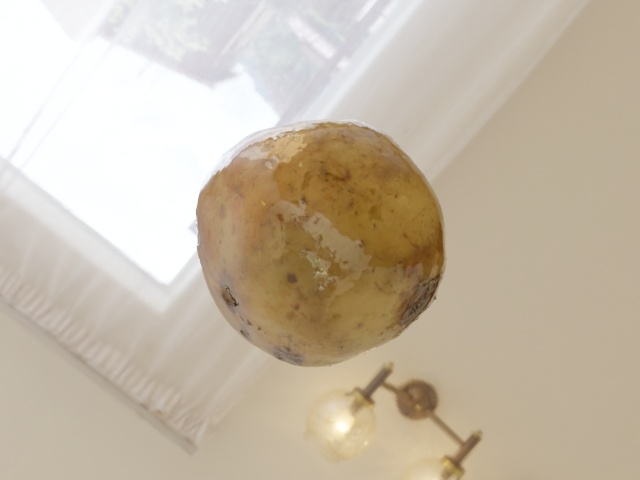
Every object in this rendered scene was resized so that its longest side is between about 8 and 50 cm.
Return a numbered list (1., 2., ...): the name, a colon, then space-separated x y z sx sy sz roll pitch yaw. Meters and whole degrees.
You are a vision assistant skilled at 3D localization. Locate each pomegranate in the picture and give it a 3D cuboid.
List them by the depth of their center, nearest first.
1. pomegranate: 0.000 0.000 0.944 0.281 0.281 0.281 39 -170 -8
